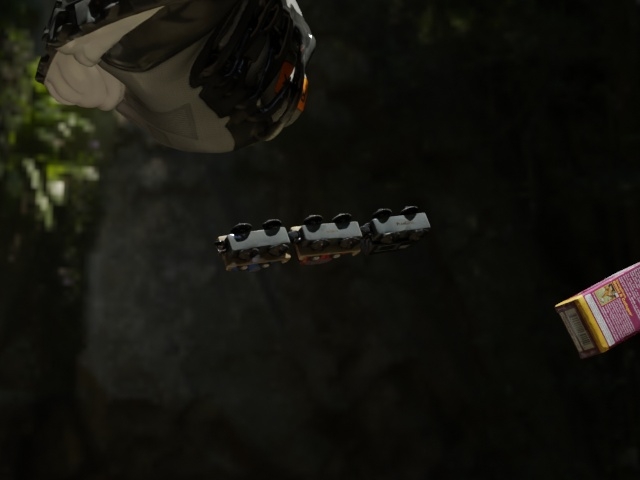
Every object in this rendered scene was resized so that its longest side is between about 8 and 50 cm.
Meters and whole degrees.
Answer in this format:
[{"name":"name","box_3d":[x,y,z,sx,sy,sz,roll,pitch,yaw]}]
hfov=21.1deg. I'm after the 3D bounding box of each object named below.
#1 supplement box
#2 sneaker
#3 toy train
[{"name":"supplement box","box_3d":[0.257,0.061,1.509,0.083,0.055,0.043,-25,-3,-23]},{"name":"sneaker","box_3d":[-0.044,-0.088,0.666,0.108,0.100,0.271,30,-6,-6]},{"name":"toy train","box_3d":[0.000,0.000,1.155,0.158,0.027,0.036,-6,-26,-27]}]
